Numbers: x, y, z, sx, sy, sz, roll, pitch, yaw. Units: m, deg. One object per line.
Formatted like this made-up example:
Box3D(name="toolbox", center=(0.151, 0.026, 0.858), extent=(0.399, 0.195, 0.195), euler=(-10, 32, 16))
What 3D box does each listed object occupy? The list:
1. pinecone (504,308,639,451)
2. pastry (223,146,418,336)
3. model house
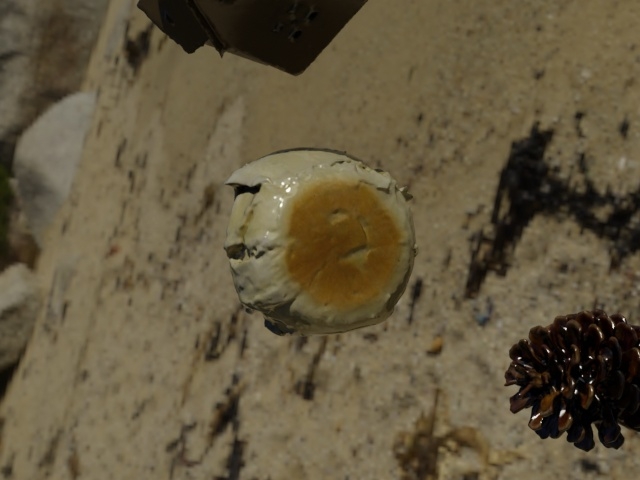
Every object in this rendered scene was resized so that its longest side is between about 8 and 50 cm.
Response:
Box3D(name="pinecone", center=(0.285, 0.159, 1.402), extent=(0.163, 0.165, 0.163), euler=(-178, 90, -65))
Box3D(name="pastry", center=(0.000, 0.000, 0.996), extent=(0.088, 0.166, 0.165), euler=(-6, 74, 61))
Box3D(name="model house", center=(-0.108, -0.245, 0.982), extent=(0.176, 0.248, 0.180), euler=(-44, 35, 40))
